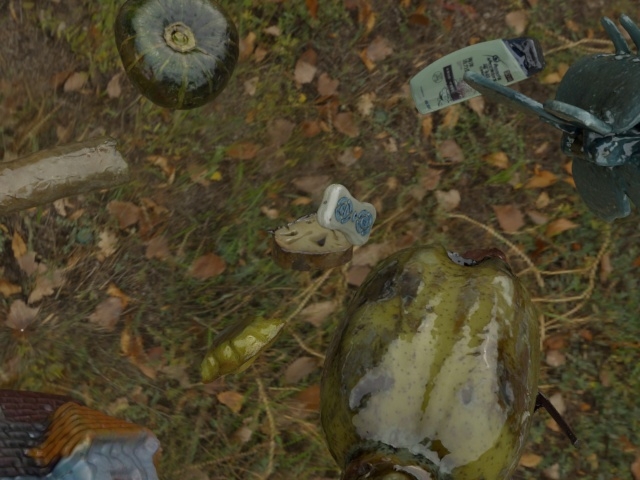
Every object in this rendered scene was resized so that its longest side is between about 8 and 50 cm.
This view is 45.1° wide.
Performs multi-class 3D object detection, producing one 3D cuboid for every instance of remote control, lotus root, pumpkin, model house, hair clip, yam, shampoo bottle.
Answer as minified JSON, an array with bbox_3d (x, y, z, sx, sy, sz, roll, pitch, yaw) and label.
[{"bbox_3d":[0.044,-0.040,1.230,0.122,0.032,0.074,27,80,-47],"label":"remote control"},{"bbox_3d":[0.072,0.111,0.534,0.154,0.154,0.278,42,39,-12],"label":"lotus root"},{"bbox_3d":[-0.301,-0.393,1.604,0.260,0.189,0.260,4,78,-20],"label":"pumpkin"},{"bbox_3d":[0.000,0.000,1.888,0.261,0.170,0.074,-18,132,-31],"label":"lotus root"},{"bbox_3d":[-0.336,0.302,0.967,0.297,0.360,0.339,-30,69,12],"label":"model house"},{"bbox_3d":[0.479,-0.212,1.227,0.392,0.318,0.238,41,94,-17],"label":"hair clip"},{"bbox_3d":[-0.428,-0.071,1.026,0.357,0.081,0.081,-20,91,-37],"label":"yam"},{"bbox_3d":[0.412,-0.454,2.064,0.078,0.359,0.134,-26,99,-55],"label":"shampoo bottle"}]

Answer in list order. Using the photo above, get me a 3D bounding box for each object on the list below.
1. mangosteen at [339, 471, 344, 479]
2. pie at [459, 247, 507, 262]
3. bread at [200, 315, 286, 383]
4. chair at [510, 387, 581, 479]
[{"bbox_3d":[0.145,0.391,1.216,0.231,0.289,0.231,-1,83,5],"label":"mangosteen"},{"bbox_3d":[0.204,0.056,1.147,0.154,0.154,0.036,-32,98,-21],"label":"pie"},{"bbox_3d":[-0.183,0.237,1.754,0.088,0.233,0.160,49,47,-12],"label":"bread"},{"bbox_3d":[0.364,0.343,1.623,0.176,0.326,0.183,29,110,-27],"label":"chair"}]
